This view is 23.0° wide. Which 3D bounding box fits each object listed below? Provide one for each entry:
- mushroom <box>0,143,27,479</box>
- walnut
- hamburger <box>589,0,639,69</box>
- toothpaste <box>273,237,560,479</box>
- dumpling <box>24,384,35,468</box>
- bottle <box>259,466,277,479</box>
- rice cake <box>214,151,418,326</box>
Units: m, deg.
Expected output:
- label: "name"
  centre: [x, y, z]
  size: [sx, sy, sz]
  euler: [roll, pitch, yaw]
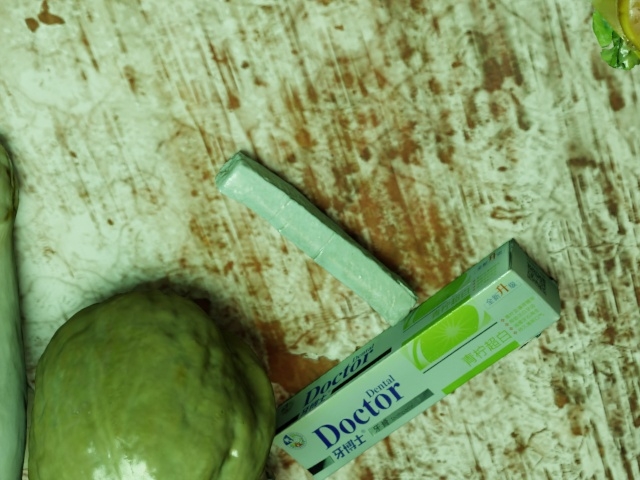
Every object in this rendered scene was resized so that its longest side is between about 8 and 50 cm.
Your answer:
- label: "mushroom"
  centre: [-0.354, 0.093, 1.564]
  size: [0.126, 0.177, 0.397]
  euler: [-1, 92, -15]
- label: "walnut"
  centre: [-0.172, 0.188, 1.569]
  size: [0.283, 0.283, 0.227]
  euler: [-10, 139, 11]
- label: "hamburger"
  centre: [0.323, -0.218, 1.366]
  size: [0.189, 0.093, 0.164]
  euler: [-25, 115, 18]
- label: "toothpaste"
  centre: [0.095, 0.130, 1.630]
  size: [0.336, 0.067, 0.081]
  euler: [-38, 110, 25]
- label: "dumpling"
  centre: [-0.371, 0.223, 1.722]
  size: [0.134, 0.100, 0.169]
  euler: [14, 95, -39]
- label: "bottle"
  centre: [-0.090, 0.289, 1.734]
  size: [0.099, 0.099, 0.152]
  euler: [-1, 119, 5]
- label: "rice cake"
  centre: [0.000, 0.000, 1.566]
  size: [0.245, 0.042, 0.045]
  euler: [39, 102, -18]
